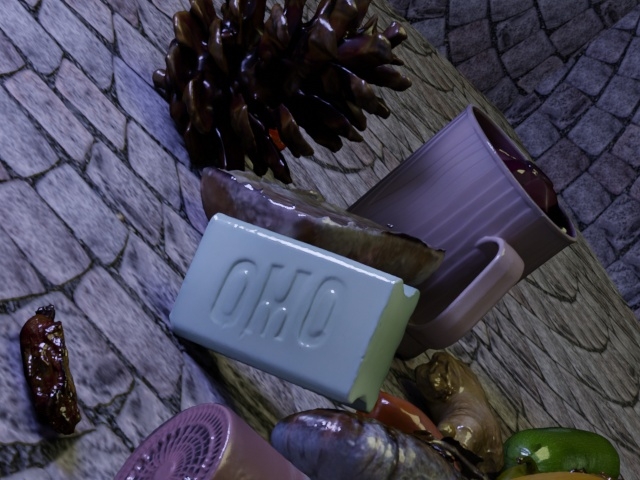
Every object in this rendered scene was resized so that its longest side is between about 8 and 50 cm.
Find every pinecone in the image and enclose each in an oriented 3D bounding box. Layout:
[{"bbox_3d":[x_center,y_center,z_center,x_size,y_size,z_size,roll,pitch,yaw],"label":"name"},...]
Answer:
[{"bbox_3d":[-0.046,-0.184,1.847,0.244,0.309,0.244,-11,90,-76],"label":"pinecone"}]

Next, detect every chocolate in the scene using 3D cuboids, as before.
[{"bbox_3d":[0.000,0.000,1.765,0.185,0.100,0.303,20,6,31],"label":"chocolate"}]

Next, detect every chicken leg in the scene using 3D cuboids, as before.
[{"bbox_3d":[-0.194,0.086,1.161,0.062,0.037,0.145,68,-1,-45],"label":"chicken leg"}]

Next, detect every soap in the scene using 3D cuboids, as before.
[{"bbox_3d":[-0.025,0.062,1.418,0.198,0.119,0.066,19,-8,29],"label":"soap"}]

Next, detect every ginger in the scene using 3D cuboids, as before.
[{"bbox_3d":[0.170,0.216,1.878,0.137,0.074,0.213,43,11,-21],"label":"ginger"}]

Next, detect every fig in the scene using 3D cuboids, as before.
[{"bbox_3d":[0.229,0.287,1.832,0.084,0.098,0.082,11,21,-39],"label":"fig"}]

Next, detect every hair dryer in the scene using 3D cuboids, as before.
[{"bbox_3d":[-0.044,0.285,1.017,0.210,0.125,0.352,46,25,-24],"label":"hair dryer"}]

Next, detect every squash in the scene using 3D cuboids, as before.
[{"bbox_3d":[0.315,0.290,2.088,0.101,0.101,0.378,57,19,22],"label":"squash"}]

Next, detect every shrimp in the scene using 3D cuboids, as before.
[{"bbox_3d":[0.086,0.248,1.436,0.343,0.145,0.116,39,45,-30],"label":"shrimp"}]

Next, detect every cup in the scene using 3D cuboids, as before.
[{"bbox_3d":[0.168,0.012,1.968,0.208,0.273,0.288,33,23,-51],"label":"cup"}]

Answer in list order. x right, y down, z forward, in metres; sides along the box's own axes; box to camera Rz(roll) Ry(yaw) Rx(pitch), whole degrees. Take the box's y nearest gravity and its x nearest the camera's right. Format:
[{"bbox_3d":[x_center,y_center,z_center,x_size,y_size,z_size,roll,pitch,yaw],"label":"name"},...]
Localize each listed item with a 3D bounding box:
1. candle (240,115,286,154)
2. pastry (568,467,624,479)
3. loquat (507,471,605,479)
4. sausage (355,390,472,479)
[{"bbox_3d":[-0.080,-0.130,2.051,0.162,0.048,0.053,13,75,-68],"label":"candle"},{"bbox_3d":[0.294,0.355,1.758,0.218,0.100,0.229,35,52,-35],"label":"pastry"},{"bbox_3d":[0.172,0.317,1.288,0.275,0.275,0.275,47,15,-16],"label":"loquat"},{"bbox_3d":[0.141,0.287,1.572,0.348,0.094,0.097,51,-6,4],"label":"sausage"}]
